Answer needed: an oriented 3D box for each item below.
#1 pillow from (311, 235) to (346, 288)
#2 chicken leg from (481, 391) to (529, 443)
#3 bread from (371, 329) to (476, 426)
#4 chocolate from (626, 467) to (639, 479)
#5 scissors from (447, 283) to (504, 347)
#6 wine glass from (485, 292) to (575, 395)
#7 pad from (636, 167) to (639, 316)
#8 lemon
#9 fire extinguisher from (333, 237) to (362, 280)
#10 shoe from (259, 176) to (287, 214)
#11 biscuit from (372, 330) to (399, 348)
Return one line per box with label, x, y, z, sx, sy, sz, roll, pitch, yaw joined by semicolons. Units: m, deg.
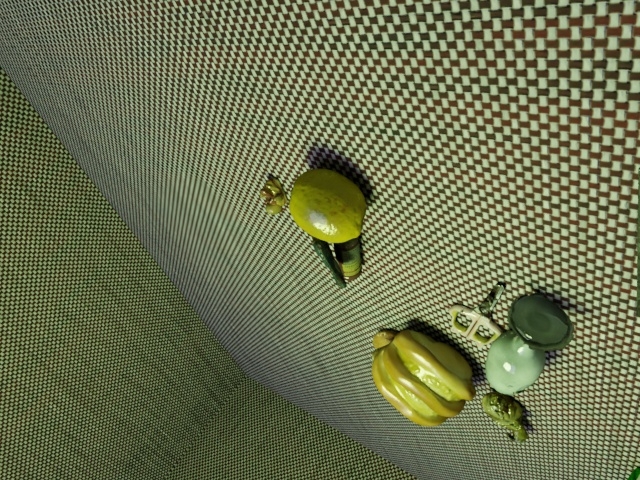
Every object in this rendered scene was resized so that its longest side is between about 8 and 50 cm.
pillow;0.000;0.000;1.377;0.256;0.034;0.189;-112;-4;-49
chicken leg;0.588;0.554;1.550;0.228;0.088;0.103;50;139;-12
bread;0.320;0.431;1.545;0.315;0.211;0.270;39;138;-6
chocolate;0.972;0.705;1.202;0.360;0.161;0.341;36;153;7
scissors;0.414;0.190;1.288;0.160;0.024;0.318;31;152;19
wine glass;0.476;0.258;1.186;0.143;0.143;0.321;29;152;21
pad;0.640;0.041;0.790;0.247;0.007;0.368;14;144;41
lemon;0.018;-0.084;1.223;0.207;0.170;0.170;29;152;7
fire extinguisher;0.058;0.011;1.410;0.106;0.075;0.252;17;147;21
shoe;-0.143;-0.129;1.472;0.072;0.069;0.109;36;148;22
biscuit;0.273;0.361;1.717;0.224;0.033;0.145;12;139;36
